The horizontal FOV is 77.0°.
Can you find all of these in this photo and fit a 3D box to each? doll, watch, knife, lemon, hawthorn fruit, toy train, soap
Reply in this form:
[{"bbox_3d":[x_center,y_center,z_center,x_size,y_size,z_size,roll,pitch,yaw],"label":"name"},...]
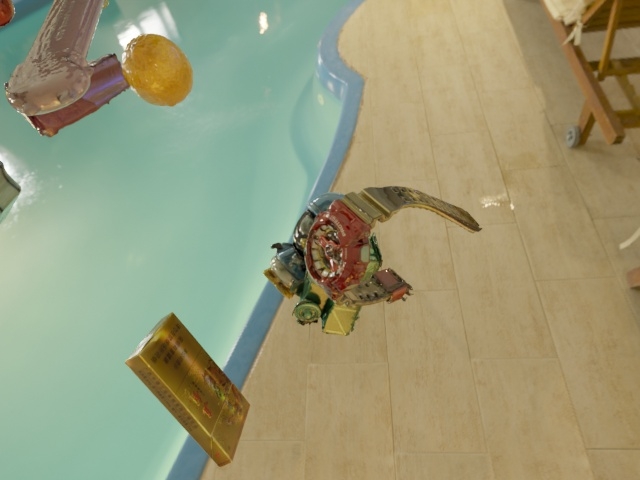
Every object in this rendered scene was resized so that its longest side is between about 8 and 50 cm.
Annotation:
[{"bbox_3d":[0.000,0.000,0.983,0.177,0.141,0.314,44,88,13],"label":"doll"},{"bbox_3d":[0.104,0.013,0.551,0.102,0.269,0.164,48,119,41],"label":"watch"},{"bbox_3d":[-0.314,-0.279,0.514,0.132,0.038,0.398,-17,53,5],"label":"knife"},{"bbox_3d":[-0.354,-0.369,0.889,0.142,0.187,0.142,0,88,6],"label":"lemon"},{"bbox_3d":[-0.637,-0.454,0.771,0.093,0.093,0.093,-5,55,7],"label":"hawthorn fruit"},{"bbox_3d":[0.025,0.095,0.869,0.155,0.269,0.115,11,33,-12],"label":"toy train"},{"bbox_3d":[-0.654,-0.378,1.055,0.182,0.112,0.289,-11,36,26],"label":"soap"}]

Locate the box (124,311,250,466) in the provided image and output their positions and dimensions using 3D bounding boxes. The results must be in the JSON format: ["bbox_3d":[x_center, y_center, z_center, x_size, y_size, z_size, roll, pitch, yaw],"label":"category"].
[{"bbox_3d":[-0.138,0.161,0.444,0.022,0.156,0.089,-31,13,14],"label":"box"}]

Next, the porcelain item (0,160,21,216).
[{"bbox_3d":[-0.786,-0.104,0.789,0.286,0.281,0.157,-23,38,38],"label":"porcelain item"}]
